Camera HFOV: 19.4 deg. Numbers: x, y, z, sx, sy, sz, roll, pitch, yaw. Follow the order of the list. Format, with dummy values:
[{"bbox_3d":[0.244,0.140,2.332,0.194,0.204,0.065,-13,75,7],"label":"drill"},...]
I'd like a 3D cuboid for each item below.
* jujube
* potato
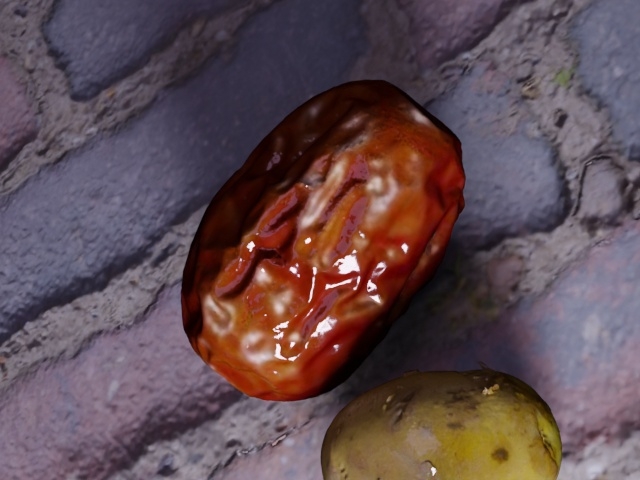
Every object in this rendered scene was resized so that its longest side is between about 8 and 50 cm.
[{"bbox_3d":[0.000,0.000,1.383,0.174,0.174,0.250,39,97,39],"label":"jujube"},{"bbox_3d":[0.079,0.156,1.293,0.176,0.137,0.137,-29,57,24],"label":"potato"}]
